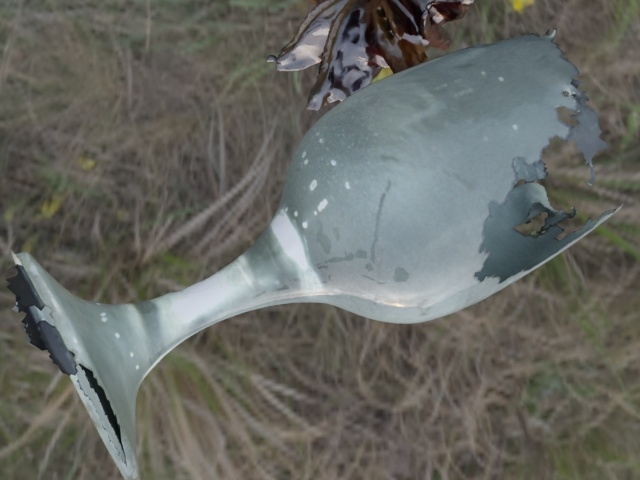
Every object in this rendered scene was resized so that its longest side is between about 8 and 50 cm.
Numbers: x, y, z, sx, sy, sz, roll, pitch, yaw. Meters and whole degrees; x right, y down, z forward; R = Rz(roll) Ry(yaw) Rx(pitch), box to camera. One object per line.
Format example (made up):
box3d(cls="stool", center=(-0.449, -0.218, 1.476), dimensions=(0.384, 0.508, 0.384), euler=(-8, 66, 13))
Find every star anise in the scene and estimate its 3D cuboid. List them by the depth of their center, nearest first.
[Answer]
box3d(cls="star anise", center=(0.071, -0.221, 1.394), dimensions=(0.272, 0.272, 0.102), euler=(-39, 131, 18))

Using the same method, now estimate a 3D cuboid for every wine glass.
box3d(cls="wine glass", center=(0.000, 0.000, 0.800), dimensions=(0.321, 0.143, 0.143), euler=(-28, 118, -10))
